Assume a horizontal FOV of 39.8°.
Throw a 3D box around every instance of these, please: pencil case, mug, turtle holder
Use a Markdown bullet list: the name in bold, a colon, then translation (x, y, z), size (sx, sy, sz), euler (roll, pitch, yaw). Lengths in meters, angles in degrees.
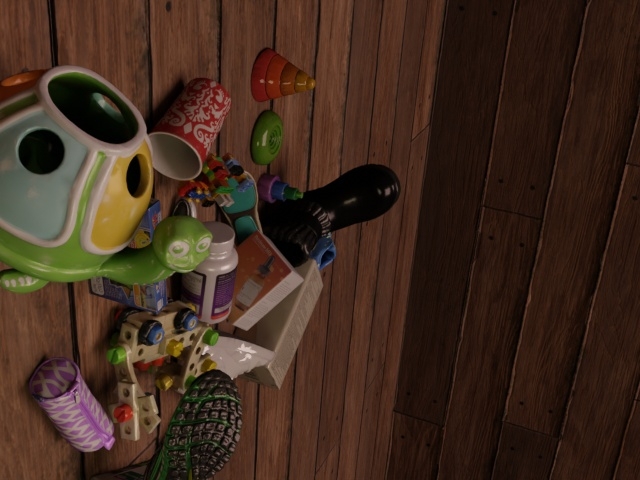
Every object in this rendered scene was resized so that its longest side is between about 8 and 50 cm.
- **pencil case**: translation (-0.405, 0.273, 1.455), size (0.206, 0.088, 0.086), euler (80, 29, -53)
- **mug**: translation (-0.246, -0.201, 1.596), size (0.113, 0.150, 0.169), euler (45, 47, -26)
- **turtle holder**: translation (-0.311, -0.066, 1.093), size (0.243, 0.320, 0.227), euler (-14, 155, -52)

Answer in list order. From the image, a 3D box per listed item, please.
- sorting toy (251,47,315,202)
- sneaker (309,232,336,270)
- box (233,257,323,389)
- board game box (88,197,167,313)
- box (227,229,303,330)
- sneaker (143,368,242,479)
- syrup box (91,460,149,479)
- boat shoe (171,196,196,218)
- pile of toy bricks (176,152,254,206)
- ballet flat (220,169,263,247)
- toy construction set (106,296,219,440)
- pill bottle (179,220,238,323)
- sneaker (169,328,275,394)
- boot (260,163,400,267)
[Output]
- **sorting toy**: translation (-0.075, -0.243, 1.984), size (0.127, 0.126, 0.365), euler (-49, 147, -54)
- **sneaker**: translation (0.000, 0.000, 2.370), size (0.091, 0.126, 0.240), euler (80, 30, -51)
- **box**: translation (-0.109, 0.194, 2.199), size (0.148, 0.121, 0.311), euler (74, 35, -56)
- **board game box**: translation (-0.321, 0.014, 1.437), size (0.035, 0.136, 0.201), euler (-50, 149, -52)
- **box**: translation (-0.147, 0.086, 1.895), size (0.170, 0.130, 0.091), euler (-42, 159, 2)
- **sneaker**: translation (-0.256, 0.389, 1.608), size (0.134, 0.146, 0.343), euler (23, 92, -29)
- **syrup box**: translation (-0.361, 0.506, 1.738), size (0.237, 0.093, 0.096), euler (21, 84, -71)
- **boat shoe**: translation (-0.273, -0.014, 1.693), size (0.040, 0.049, 0.142), euler (-14, 118, -69)
- **pile of toy bricks**: translation (-0.211, -0.136, 1.694), size (0.118, 0.105, 0.212), euler (-38, 169, 14)
- **ballet flat**: translation (-0.175, -0.077, 1.907), size (0.248, 0.086, 0.086), euler (87, 25, -46)
- **toy construction set**: translation (-0.305, 0.226, 1.643), size (0.328, 0.151, 0.215), euler (-41, 148, -70)
- **pill bottle**: translation (-0.222, 0.062, 1.765), size (0.108, 0.108, 0.193), euler (-49, 156, -53)
- **sneaker**: translation (-0.222, 0.289, 1.949), size (0.292, 0.108, 0.169), euler (21, 85, -54)
- **boot**: translation (0.005, -0.050, 2.064), size (0.131, 0.348, 0.260), euler (63, 27, -10)
